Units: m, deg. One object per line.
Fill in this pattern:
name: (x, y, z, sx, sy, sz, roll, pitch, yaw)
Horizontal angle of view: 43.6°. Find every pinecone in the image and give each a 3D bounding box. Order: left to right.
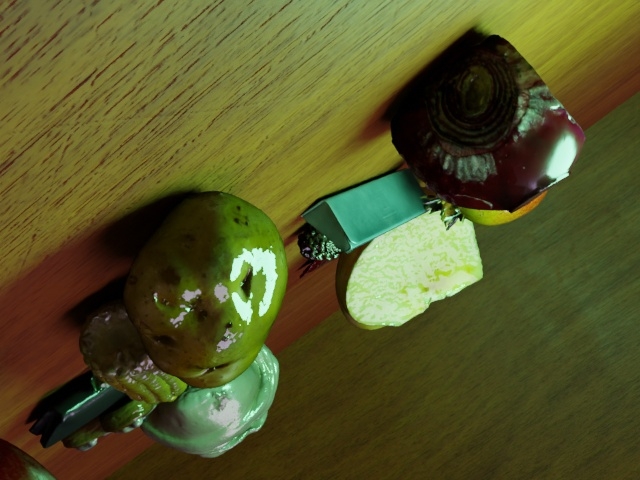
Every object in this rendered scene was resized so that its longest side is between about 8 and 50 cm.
pinecone: (0.000, 0.000, 1.385, 0.077, 0.077, 0.083, -29, -173, -34)

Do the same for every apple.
apple: (0.167, 0.040, 1.669, 0.309, 0.252, 0.314, -22, 168, -7)

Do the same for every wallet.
wallet: (-0.341, 0.242, 1.450, 0.377, 0.051, 0.197, -31, 171, -40)

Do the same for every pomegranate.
pomegranate: (0.284, -0.118, 1.373, 0.235, 0.210, 0.210, -44, 171, 2)

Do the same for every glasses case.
glasses case: (0.091, -0.062, 1.350, 0.266, 0.105, 0.056, -25, 148, -51)

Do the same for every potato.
potato: (-0.115, 0.066, 0.926, 0.176, 0.196, 0.369, -22, 169, -4)

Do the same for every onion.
onion: (0.216, -0.131, 1.046, 0.207, 0.206, 0.216, -38, 170, 20)

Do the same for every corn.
corn: (-0.241, 0.151, 1.089, 0.131, 0.131, 0.344, -33, 171, -11)

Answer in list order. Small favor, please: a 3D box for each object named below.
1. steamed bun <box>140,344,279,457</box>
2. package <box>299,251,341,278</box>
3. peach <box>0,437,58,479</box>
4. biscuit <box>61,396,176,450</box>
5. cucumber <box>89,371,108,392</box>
steamed bun: (-0.233, 0.378, 1.844, 0.324, 0.220, 0.309, -23, -168, 41)
package: (0.034, 0.028, 1.823, 0.200, 0.022, 0.083, -28, 170, -44)
peach: (-0.435, 0.352, 0.800, 0.335, 0.310, 0.406, -26, -169, 25)
biscuit: (-0.304, 0.291, 1.636, 0.283, 0.064, 0.432, -28, -177, 37)
cucumber: (-0.287, 0.174, 1.328, 0.220, 0.046, 0.070, -31, 168, -35)
